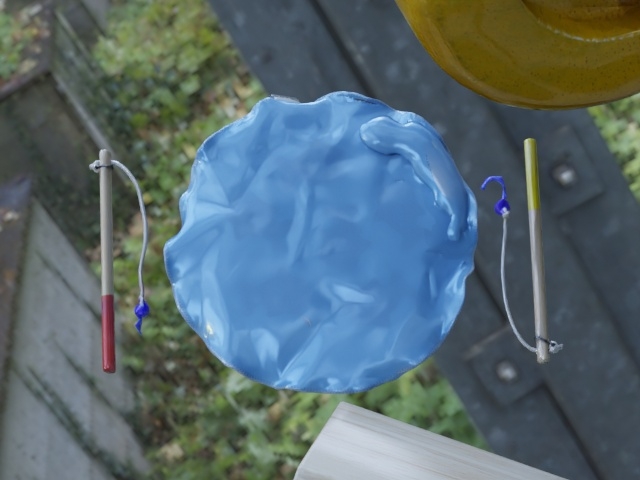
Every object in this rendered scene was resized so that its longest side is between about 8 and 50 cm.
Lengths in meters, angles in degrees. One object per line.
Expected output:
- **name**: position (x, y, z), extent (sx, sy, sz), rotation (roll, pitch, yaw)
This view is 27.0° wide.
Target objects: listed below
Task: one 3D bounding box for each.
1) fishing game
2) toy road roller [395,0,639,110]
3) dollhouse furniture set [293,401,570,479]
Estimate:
- **fishing game**: position (0.000, 0.000, 0.778), extent (0.264, 0.189, 0.041), rotation (-5, -18, -1)
- **toy road roller**: position (0.159, -0.132, 0.612), extent (0.241, 0.329, 0.202), rotation (-27, 42, 8)
- **dollhouse furniture set**: position (0.002, 0.183, 0.344), extent (0.212, 0.161, 0.242), rotation (18, 31, 13)
